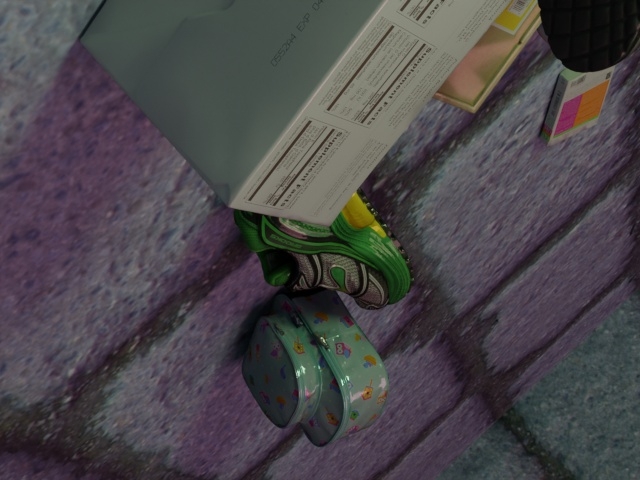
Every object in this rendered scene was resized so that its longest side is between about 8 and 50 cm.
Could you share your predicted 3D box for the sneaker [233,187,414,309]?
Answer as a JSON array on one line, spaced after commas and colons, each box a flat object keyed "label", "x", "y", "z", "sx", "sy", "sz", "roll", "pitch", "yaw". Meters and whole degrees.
[{"label": "sneaker", "x": 0.000, "y": 0.000, "z": 1.243, "sx": 0.146, "sy": 0.134, "sz": 0.343, "roll": -37, "pitch": 147, "yaw": 3}]

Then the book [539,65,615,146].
[{"label": "book", "x": 0.372, "y": -0.206, "z": 1.568, "sx": 0.096, "sy": 0.035, "sz": 0.144, "roll": -30, "pitch": 152, "yaw": -21}]

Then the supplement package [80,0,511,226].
[{"label": "supplement package", "x": -0.012, "y": -0.178, "z": 0.809, "sx": 0.262, "sy": 0.204, "sz": 0.145, "roll": -51, "pitch": 153, "yaw": 16}]

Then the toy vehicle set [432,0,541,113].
[{"label": "toy vehicle set", "x": 0.167, "y": -0.262, "z": 1.083, "sx": 0.166, "sy": 0.035, "sz": 0.267, "roll": 16, "pitch": 120, "yaw": -38}]

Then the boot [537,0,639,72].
[{"label": "boot", "x": 0.310, "y": -0.329, "z": 1.009, "sx": 0.222, "sy": 0.118, "sz": 0.338, "roll": -13, "pitch": 110, "yaw": -46}]

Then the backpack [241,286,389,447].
[{"label": "backpack", "x": -0.006, "y": 0.169, "z": 1.403, "sx": 0.144, "sy": 0.188, "sz": 0.166, "roll": -23, "pitch": 150, "yaw": -38}]

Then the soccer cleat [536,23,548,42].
[{"label": "soccer cleat", "x": 0.265, "y": -0.275, "z": 1.210, "sx": 0.083, "sy": 0.095, "sz": 0.248, "roll": -46, "pitch": 156, "yaw": 6}]
